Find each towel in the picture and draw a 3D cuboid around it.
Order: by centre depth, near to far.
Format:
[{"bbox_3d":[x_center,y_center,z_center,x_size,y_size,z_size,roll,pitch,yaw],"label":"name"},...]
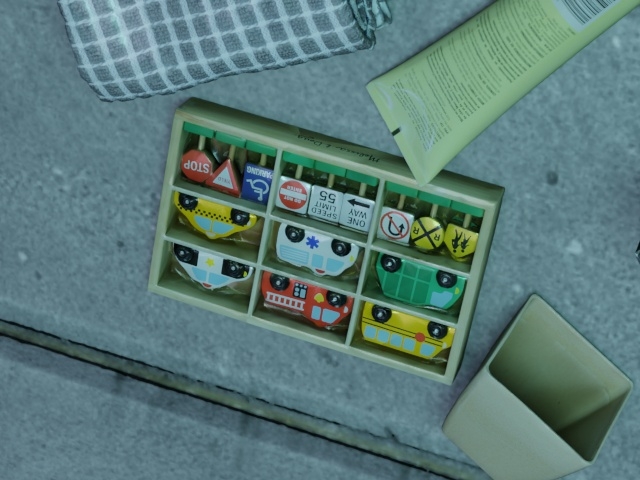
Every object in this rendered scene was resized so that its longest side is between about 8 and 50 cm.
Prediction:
[{"bbox_3d":[-0.096,-0.254,1.274,0.235,0.121,0.283,-10,108,23],"label":"towel"}]

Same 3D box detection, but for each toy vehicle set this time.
[{"bbox_3d":[0.000,0.000,1.398,0.267,0.035,0.166,17,117,13],"label":"toy vehicle set"}]

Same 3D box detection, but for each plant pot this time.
[{"bbox_3d":[0.158,0.128,1.362,0.109,0.109,0.096,43,132,-2],"label":"plant pot"}]

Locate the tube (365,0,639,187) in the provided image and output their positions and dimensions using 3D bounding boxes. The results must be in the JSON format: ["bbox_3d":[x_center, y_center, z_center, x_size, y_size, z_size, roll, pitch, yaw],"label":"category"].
[{"bbox_3d":[0.137,-0.141,1.277,0.062,0.070,0.240,35,125,-27],"label":"tube"}]

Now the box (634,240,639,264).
[{"bbox_3d":[0.352,-0.055,1.142,0.270,0.216,0.060,-23,105,28],"label":"box"}]
